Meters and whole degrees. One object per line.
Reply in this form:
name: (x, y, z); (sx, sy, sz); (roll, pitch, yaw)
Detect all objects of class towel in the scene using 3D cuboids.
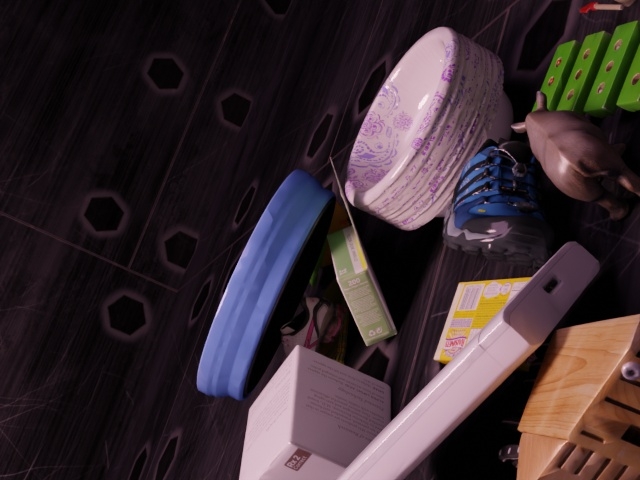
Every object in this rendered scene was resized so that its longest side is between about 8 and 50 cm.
towel: (0.016, 0.147, 1.723); (0.102, 0.021, 0.237); (-51, 20, 37)

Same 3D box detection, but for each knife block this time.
knife block: (0.233, 0.114, 0.841); (0.242, 0.088, 0.276); (-69, 0, -54)

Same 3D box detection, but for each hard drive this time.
hard drive: (0.122, 0.161, 1.023); (0.353, 0.047, 0.233); (-52, -11, 31)

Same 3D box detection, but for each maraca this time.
maraca: (0.000, 0.000, 1.872); (0.127, 0.099, 0.186); (-81, 2, -47)

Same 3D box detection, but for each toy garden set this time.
toy garden set: (0.352, -0.229, 1.180); (0.204, 0.049, 0.244); (-67, 15, -5)

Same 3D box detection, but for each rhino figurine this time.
rhino figurine: (0.274, -0.103, 1.119); (0.073, 0.106, 0.243); (-58, 17, 18)

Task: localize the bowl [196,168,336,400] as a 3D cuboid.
bowl: (-0.079, 0.078, 1.643); (0.391, 0.077, 0.391); (24, -90, -84)

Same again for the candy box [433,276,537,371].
candy box: (0.201, 0.097, 1.189); (0.206, 0.027, 0.105); (-11, 59, 70)

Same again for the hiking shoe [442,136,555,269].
hiking shoe: (0.200, -0.051, 1.165); (0.304, 0.113, 0.132); (-108, 32, -80)

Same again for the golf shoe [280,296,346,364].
golf shoe: (-0.033, 0.163, 1.664); (0.186, 0.086, 0.067); (-61, 17, 27)

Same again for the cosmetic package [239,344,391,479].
cosmetic package: (-0.007, 0.272, 1.359); (0.151, 0.151, 0.184); (-54, 18, 33)

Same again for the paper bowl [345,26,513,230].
paper bowl: (0.166, -0.148, 1.462); (0.284, 0.148, 0.284); (-56, 17, 27)

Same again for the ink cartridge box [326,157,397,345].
ink cartridge box: (0.041, 0.015, 1.506); (0.056, 0.235, 0.171); (-22, 23, 4)
